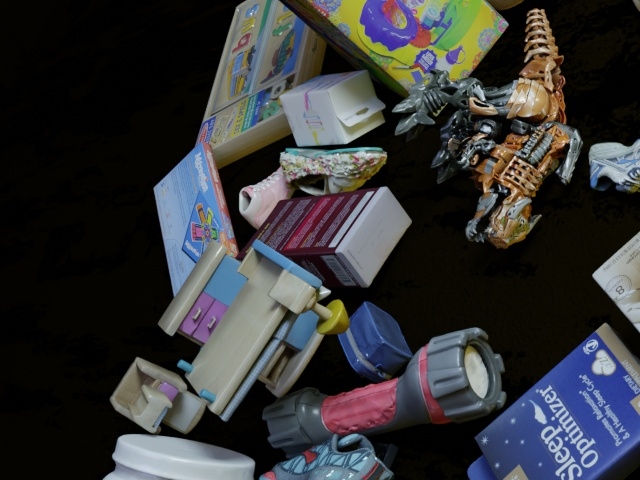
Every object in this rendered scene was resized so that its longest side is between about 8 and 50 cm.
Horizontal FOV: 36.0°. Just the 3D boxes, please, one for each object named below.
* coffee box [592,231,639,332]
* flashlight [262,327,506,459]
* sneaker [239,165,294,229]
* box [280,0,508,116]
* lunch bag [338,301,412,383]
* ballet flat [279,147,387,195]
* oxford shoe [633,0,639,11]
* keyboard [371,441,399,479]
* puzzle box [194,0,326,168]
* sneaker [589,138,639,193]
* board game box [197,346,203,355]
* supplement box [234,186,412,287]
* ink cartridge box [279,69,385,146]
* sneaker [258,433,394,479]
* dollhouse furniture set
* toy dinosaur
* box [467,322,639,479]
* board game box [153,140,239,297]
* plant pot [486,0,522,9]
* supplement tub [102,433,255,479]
[{"bbox_3d":[0.376,0.075,0.879,0.141,0.098,0.246,-46,35,14],"label":"coffee box"},{"bbox_3d":[0.064,0.186,1.153,0.304,0.103,0.103,-21,85,34],"label":"flashlight"},{"bbox_3d":[-0.087,-0.085,1.613,0.051,0.070,0.134,4,63,54],"label":"sneaker"},{"bbox_3d":[0.072,-0.370,1.468,0.177,0.290,0.279,-52,33,4],"label":"box"},{"bbox_3d":[0.065,0.135,1.237,0.065,0.067,0.098,-46,34,17],"label":"lunch bag"},{"bbox_3d":[0.020,-0.104,1.508,0.241,0.091,0.077,7,97,57],"label":"ballet flat"},{"bbox_3d":[0.430,-0.427,1.261,0.146,0.140,0.397,112,168,-65],"label":"oxford shoe"},{"bbox_3d":[0.049,0.328,1.134,0.192,0.038,0.100,-65,12,-13],"label":"keyboard"},{"bbox_3d":[-0.099,-0.342,1.869,0.272,0.052,0.409,-22,46,40],"label":"puzzle box"},{"bbox_3d":[0.355,-0.078,1.093,0.135,0.052,0.058,-6,67,57],"label":"sneaker"},{"bbox_3d":[-0.105,0.126,1.489,0.186,0.026,0.126,-9,53,47],"label":"board game box"},{"bbox_3d":[0.000,0.000,1.405,0.239,0.073,0.130,-3,43,49],"label":"supplement box"},{"bbox_3d":[0.024,-0.206,1.536,0.092,0.090,0.143,-33,21,-32],"label":"ink cartridge box"},{"bbox_3d":[0.015,0.282,1.126,0.125,0.104,0.262,-43,7,-17],"label":"sneaker"},{"bbox_3d":[-0.078,0.169,1.220,0.286,0.198,0.303,-58,24,-4],"label":"dollhouse furniture set"},{"bbox_3d":[0.234,-0.141,1.243,0.218,0.164,0.322,4,45,36],"label":"toy dinosaur"},{"bbox_3d":[0.243,0.204,0.990,0.225,0.036,0.136,-46,34,15],"label":"box"},{"bbox_3d":[-0.222,-0.033,1.730,0.145,0.027,0.281,-41,45,25],"label":"board game box"},{"bbox_3d":[0.277,-0.462,1.415,0.237,0.109,0.237,-46,27,32],"label":"plant pot"},{"bbox_3d":[-0.185,0.382,1.165,0.191,0.191,0.272,4,81,52],"label":"supplement tub"}]
